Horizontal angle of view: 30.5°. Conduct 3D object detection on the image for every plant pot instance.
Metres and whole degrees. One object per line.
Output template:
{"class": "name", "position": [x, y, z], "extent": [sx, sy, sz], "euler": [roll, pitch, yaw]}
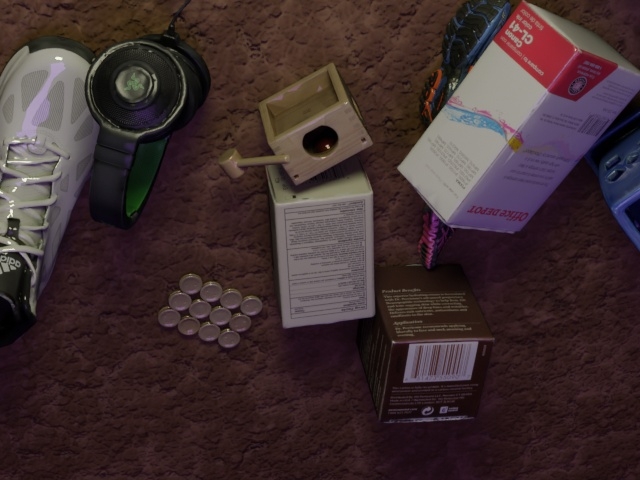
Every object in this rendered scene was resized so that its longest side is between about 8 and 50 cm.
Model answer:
{"class": "plant pot", "position": [0.553, -0.094, 1.788], "extent": [0.236, 0.212, 0.236], "euler": [-36, 123, 12]}

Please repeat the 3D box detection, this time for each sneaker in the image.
{"class": "sneaker", "position": [0.221, -0.259, 1.704], "extent": [0.087, 0.083, 0.221], "euler": [4, 129, -30]}
{"class": "sneaker", "position": [0.191, -0.006, 1.881], "extent": [0.057, 0.047, 0.119], "euler": [-8, 127, -20]}
{"class": "sneaker", "position": [-0.392, -0.039, 1.610], "extent": [0.169, 0.257, 0.447], "euler": [12, 120, -18]}

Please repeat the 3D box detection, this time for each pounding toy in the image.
{"class": "pounding toy", "position": [-0.036, -0.131, 1.665], "extent": [0.206, 0.181, 0.094], "euler": [-28, 124, 8]}

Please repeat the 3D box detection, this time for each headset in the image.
{"class": "headset", "position": [-0.251, -0.214, 1.558], "extent": [0.185, 0.243, 0.394], "euler": [18, 105, 0]}

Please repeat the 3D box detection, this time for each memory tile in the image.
{"class": "memory tile", "position": [-0.179, 0.115, 1.905], "extent": [0.148, 0.012, 0.113], "euler": [22, 117, -24]}

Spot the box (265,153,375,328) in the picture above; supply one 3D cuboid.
{"class": "box", "position": [0.000, 0.000, 1.793], "extent": [0.149, 0.127, 0.232], "euler": [-7, 125, -7]}

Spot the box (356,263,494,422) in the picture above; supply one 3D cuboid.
{"class": "box", "position": [0.163, 0.163, 1.888], "extent": [0.168, 0.203, 0.167], "euler": [-1, 124, -10]}

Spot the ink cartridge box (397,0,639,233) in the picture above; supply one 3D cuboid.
{"class": "ink cartridge box", "position": [0.289, -0.168, 1.686], "extent": [0.226, 0.131, 0.306], "euler": [6, 129, -52]}
